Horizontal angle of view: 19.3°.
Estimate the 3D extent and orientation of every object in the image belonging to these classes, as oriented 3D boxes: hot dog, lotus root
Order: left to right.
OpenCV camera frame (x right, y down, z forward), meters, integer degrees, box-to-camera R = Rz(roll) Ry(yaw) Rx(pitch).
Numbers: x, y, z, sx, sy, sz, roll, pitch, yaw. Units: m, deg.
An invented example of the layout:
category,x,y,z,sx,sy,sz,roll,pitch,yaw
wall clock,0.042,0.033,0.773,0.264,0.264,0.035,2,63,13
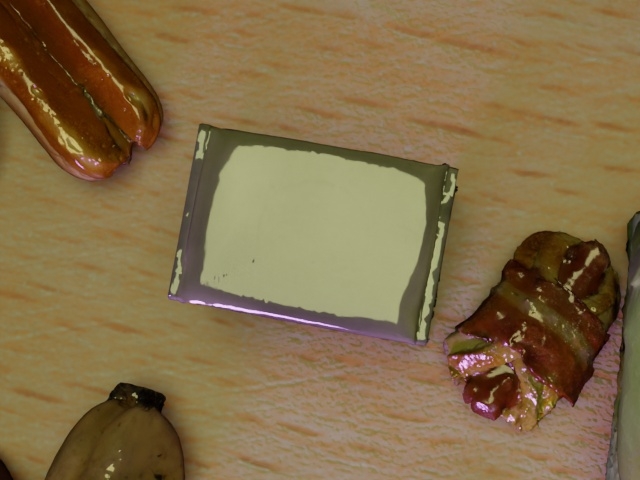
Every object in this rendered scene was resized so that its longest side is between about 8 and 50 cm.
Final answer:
category,x,y,z,sx,sy,sz,roll,pitch,yaw
hot dog,-0.299,-0.211,1.954,0.135,0.100,0.337,-40,85,-9
lotus root,-0.208,0.274,1.890,0.154,0.140,0.257,11,76,17
hot dog,0.218,0.088,1.895,0.146,0.103,0.213,32,87,4

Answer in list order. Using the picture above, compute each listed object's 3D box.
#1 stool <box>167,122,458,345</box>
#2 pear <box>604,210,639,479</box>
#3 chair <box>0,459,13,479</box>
category,x,y,z,sx,sy,sz,roll,pitch,yaw
stool,0.000,0.000,1.833,0.243,0.269,0.170,11,87,5
pear,0.392,0.144,1.770,0.238,0.318,0.343,6,90,-1
chair,-0.396,0.388,1.848,0.226,0.226,0.401,-3,84,3
